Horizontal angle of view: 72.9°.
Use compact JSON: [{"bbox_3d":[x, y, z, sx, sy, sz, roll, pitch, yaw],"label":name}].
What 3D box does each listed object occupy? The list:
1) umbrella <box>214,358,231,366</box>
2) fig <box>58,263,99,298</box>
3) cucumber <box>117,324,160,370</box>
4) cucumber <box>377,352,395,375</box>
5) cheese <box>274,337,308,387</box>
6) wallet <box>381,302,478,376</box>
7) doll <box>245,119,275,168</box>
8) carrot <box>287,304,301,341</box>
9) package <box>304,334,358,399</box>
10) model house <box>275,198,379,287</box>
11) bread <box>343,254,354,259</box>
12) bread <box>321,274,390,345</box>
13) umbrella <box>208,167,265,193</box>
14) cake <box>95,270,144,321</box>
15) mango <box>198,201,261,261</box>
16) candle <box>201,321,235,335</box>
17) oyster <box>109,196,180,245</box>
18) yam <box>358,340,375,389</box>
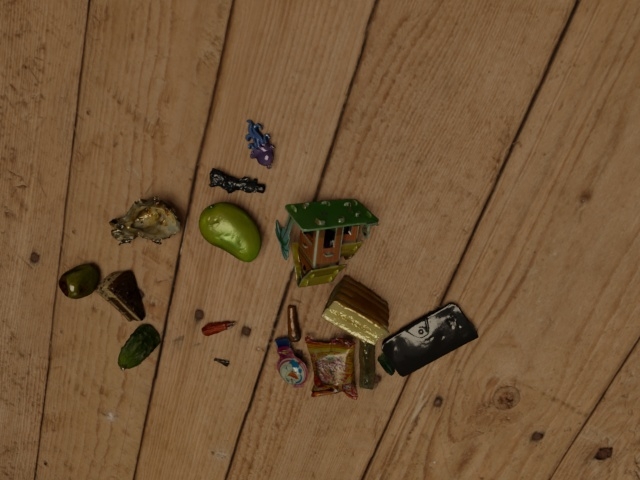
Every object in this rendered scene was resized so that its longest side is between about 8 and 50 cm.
[{"bbox_3d":[-0.447,0.555,1.976,0.083,0.020,0.031,18,108,8],"label":"umbrella"},{"bbox_3d":[-1.054,0.177,1.906,0.165,0.154,0.144,-42,81,-13],"label":"fig"},{"bbox_3d":[-0.812,0.487,1.897,0.134,0.244,0.134,2,112,4],"label":"cucumber"},{"bbox_3d":[0.284,0.531,1.840,0.048,0.048,0.105,-31,100,16],"label":"cucumber"},{"bbox_3d":[-0.135,0.538,1.894,0.155,0.062,0.244,-13,101,27],"label":"cheese"},{"bbox_3d":[0.444,0.407,1.778,0.377,0.051,0.197,-33,100,15],"label":"wallet"},{"bbox_3d":[-0.230,-0.367,1.645,0.110,0.067,0.206,-21,92,28],"label":"doll"},{"bbox_3d":[-0.116,0.357,1.849,0.055,0.055,0.162,-3,104,10],"label":"carrot"},{"bbox_3d":[0.048,0.540,1.853,0.223,0.108,0.288,0,100,15],"label":"package"},{"bbox_3d":[0.000,0.000,1.669,0.300,0.340,0.324,-7,121,-23],"label":"model house"},{"bbox_3d":[0.102,0.033,1.725,0.047,0.036,0.083,-23,99,14],"label":"bread"},{"bbox_3d":[0.151,0.269,1.687,0.246,0.239,0.111,32,114,0],"label":"bread"},{"bbox_3d":[-0.329,-0.218,1.703,0.224,0.071,0.080,12,136,0],"label":"umbrella"},{"bbox_3d":[-0.862,0.243,1.935,0.112,0.135,0.246,-5,135,22],"label":"cake"},{"bbox_3d":[-0.348,-0.042,1.715,0.273,0.149,0.185,30,102,-7],"label":"mango"},{"bbox_3d":[-0.451,0.383,1.909,0.162,0.048,0.053,-16,86,13],"label":"candle"},{"bbox_3d":[-0.724,-0.065,1.774,0.337,0.133,0.198,-21,104,16],"label":"oyster"},{"bbox_3d":[0.198,0.489,1.831,0.071,0.067,0.318,6,106,21],"label":"yam"}]
